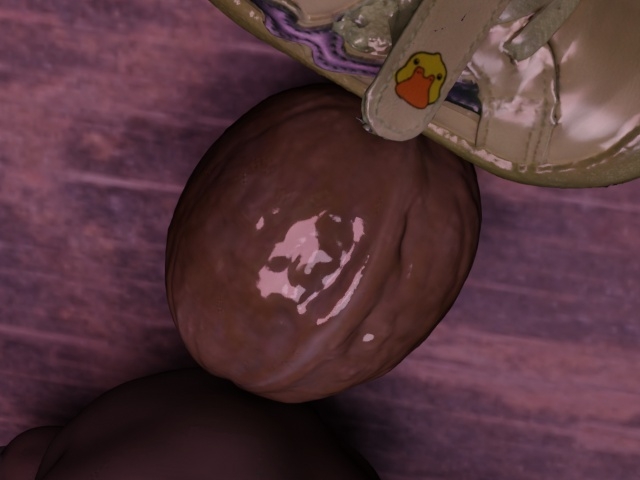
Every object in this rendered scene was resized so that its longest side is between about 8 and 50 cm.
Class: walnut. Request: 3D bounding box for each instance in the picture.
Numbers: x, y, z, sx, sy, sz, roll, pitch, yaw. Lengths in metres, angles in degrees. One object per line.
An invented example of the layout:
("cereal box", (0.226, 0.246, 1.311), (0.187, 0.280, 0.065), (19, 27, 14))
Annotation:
("walnut", (0.000, 0.001, 0.932), (0.140, 0.140, 0.162), (38, 125, -6))

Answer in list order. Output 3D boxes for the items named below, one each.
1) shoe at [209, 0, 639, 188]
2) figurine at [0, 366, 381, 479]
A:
("shoe", (0.050, -0.109, 0.852), (0.262, 0.128, 0.140), (26, 91, 11))
("figurine", (0.004, 0.183, 0.982), (0.380, 0.248, 0.203), (13, 113, -7))
